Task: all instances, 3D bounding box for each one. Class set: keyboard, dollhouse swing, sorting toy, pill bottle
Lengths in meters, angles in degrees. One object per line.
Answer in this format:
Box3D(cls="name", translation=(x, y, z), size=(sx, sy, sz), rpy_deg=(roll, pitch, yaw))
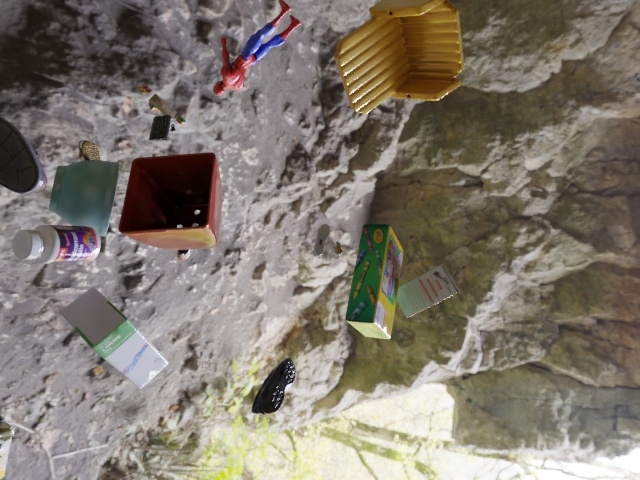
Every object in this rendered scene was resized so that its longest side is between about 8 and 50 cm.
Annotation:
Box3D(cls="keyboard", translation=(-0.697, -0.502, 1.810), size=(0.023, 0.108, 0.180), rpy_deg=(95, -12, -49))
Box3D(cls="dollhouse swing", translation=(0.283, -0.630, 1.450), size=(0.305, 0.315, 0.346), rpy_deg=(-50, 138, -22))
Box3D(cls="sorting toy", translation=(-0.806, -0.665, 2.041), size=(0.274, 0.046, 0.132), rpy_deg=(42, 18, -29))
Box3D(cls="pill bottle", translation=(-0.737, 0.011, 1.146), size=(0.193, 0.108, 0.108), rpy_deg=(-1, 88, -68))

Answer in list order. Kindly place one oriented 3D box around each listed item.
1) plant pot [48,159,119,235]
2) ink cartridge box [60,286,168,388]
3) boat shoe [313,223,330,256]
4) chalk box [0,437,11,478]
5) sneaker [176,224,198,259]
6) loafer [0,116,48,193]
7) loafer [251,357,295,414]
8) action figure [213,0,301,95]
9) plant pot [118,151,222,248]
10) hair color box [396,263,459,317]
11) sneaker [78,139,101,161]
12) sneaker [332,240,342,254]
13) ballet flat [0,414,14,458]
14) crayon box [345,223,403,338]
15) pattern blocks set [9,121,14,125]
Box3D(cls="plant pot", translation=(-0.890, -0.173, 1.529), size=(0.197, 0.293, 0.292), rpy_deg=(10, 73, -32))
Box3D(cls="ink cartridge box", translation=(-0.615, 0.300, 1.238), size=(0.117, 0.202, 0.278), rpy_deg=(-45, 145, -27))
Box3D(cls="boat shoe", translation=(0.000, 0.000, 1.621), size=(0.040, 0.049, 0.142), rpy_deg=(129, -19, -65))
Box3D(cls="chalk box", translation=(-1.102, 0.678, 1.245), size=(0.132, 0.213, 0.132), rpy_deg=(138, -44, -69))
Box3D(cls="sneaker", translation=(-0.512, 0.003, 1.610), size=(0.065, 0.061, 0.157), rpy_deg=(119, -6, -68))
Box3D(cls="loafer", translation=(-0.678, -0.214, 0.852), size=(0.302, 0.109, 0.095), rpy_deg=(43, -1, -1))
Box3D(cls="loafer", translation=(-0.129, 0.401, 1.141), size=(0.076, 0.078, 0.223), rpy_deg=(66, 18, -9))
Box3D(cls="action figure", translation=(-0.196, -0.501, 1.060), size=(0.139, 0.280, 0.091), rpy_deg=(49, 9, 29))
Box3D(cls="plant pot", translation=(-0.446, -0.100, 1.324), size=(0.235, 0.268, 0.267), rpy_deg=(80, 7, -65))
Box3D(cls="hair color box", translation=(0.310, 0.149, 1.210), size=(0.093, 0.167, 0.053), rpy_deg=(62, 23, 10))
Box3D(cls="sneaker", translation=(-0.949, -0.322, 1.684), size=(0.070, 0.084, 0.185), rpy_deg=(-28, 132, -50))
Box3D(cls="sneaker", translation=(0.064, 0.039, 1.623), size=(0.032, 0.037, 0.083), rpy_deg=(37, 24, -18))
Box3D(cls="ballet flat", translation=(-0.876, 0.542, 1.112), size=(0.188, 0.070, 0.070), rpy_deg=(-139, -145, -60))
Box3D(cls="crayon box", translation=(0.156, 0.113, 1.126), size=(0.165, 0.081, 0.278), rpy_deg=(49, 48, -54))
Box3D(cls="pattern blocks set", translation=(-1.180, -0.318, 1.319), size=(0.026, 0.325, 0.285), rpy_deg=(150, -47, -80))
